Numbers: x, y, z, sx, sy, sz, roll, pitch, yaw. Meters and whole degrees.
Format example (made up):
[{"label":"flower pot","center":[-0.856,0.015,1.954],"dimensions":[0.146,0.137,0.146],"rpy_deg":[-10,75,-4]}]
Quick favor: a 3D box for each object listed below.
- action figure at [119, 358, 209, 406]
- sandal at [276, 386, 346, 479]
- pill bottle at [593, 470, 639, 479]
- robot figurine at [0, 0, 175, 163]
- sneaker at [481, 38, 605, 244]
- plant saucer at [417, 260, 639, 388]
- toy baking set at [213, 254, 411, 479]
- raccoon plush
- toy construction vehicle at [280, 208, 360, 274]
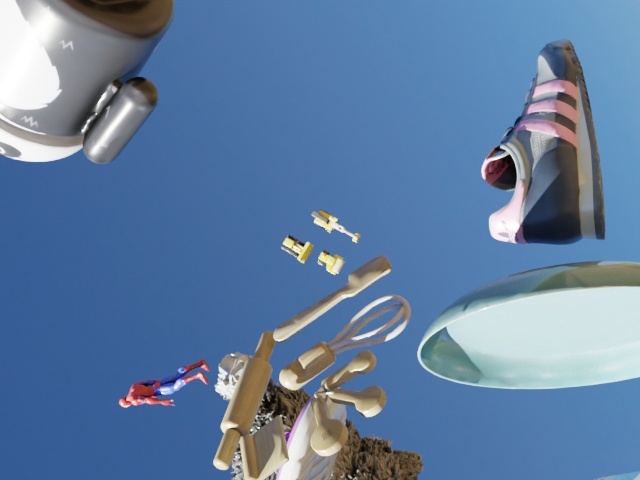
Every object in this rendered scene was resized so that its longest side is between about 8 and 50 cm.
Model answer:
[{"label":"action figure","center":[-0.185,0.174,1.292],"dimensions":[0.038,0.115,0.030],"rpy_deg":[-94,-19,-50]},{"label":"sandal","center":[-0.060,0.372,1.559],"dimensions":[0.102,0.416,0.169],"rpy_deg":[22,-148,16]},{"label":"pill bottle","center":[0.344,0.288,1.159],"dimensions":[0.087,0.160,0.087],"rpy_deg":[5,-108,-16]},{"label":"robot figurine","center":[-0.249,-0.198,1.035],"dimensions":[0.174,0.278,0.209],"rpy_deg":[18,-137,-30]},{"label":"sneaker","center":[0.248,-0.121,1.260],"dimensions":[0.319,0.131,0.112],"rpy_deg":[-83,-21,-48]},{"label":"plant saucer","center":[0.255,0.087,1.105],"dimensions":[0.318,0.318,0.043],"rpy_deg":[26,-126,-46]},{"label":"toy baking set","center":[-0.005,0.129,1.072],"dimensions":[0.030,0.197,0.256],"rpy_deg":[51,-142,-32]},{"label":"raccoon plush","center":[0.001,0.370,1.886],"dimensions":[0.446,0.299,0.216],"rpy_deg":[53,-125,-64]},{"label":"toy construction vehicle","center":[0.000,0.000,1.657],"dimensions":[0.098,0.086,0.035],"rpy_deg":[32,176,9]}]
